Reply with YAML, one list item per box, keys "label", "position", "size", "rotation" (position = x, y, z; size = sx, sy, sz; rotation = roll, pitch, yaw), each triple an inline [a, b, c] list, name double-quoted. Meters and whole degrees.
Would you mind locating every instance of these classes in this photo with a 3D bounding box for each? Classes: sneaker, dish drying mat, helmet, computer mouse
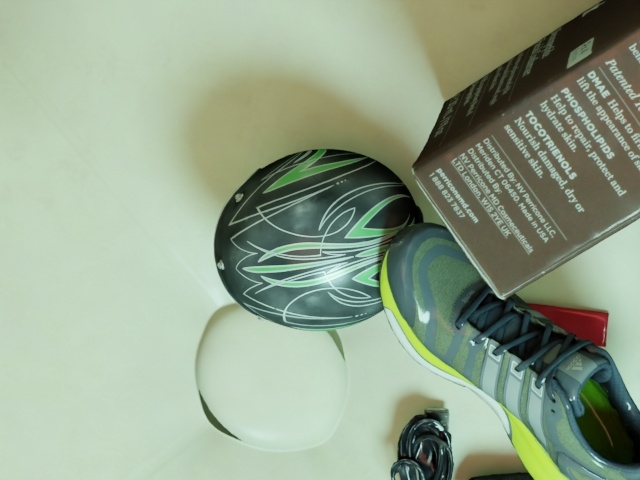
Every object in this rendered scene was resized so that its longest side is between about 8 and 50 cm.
- label: "sneaker"
  position: [0.173, 0.094, 1.618]
  size: [0.300, 0.111, 0.121]
  rotation: [44, 154, -11]
- label: "dish drying mat"
  position: [0.209, 0.073, 1.727]
  size: [0.083, 0.008, 0.032]
  rotation: [7, 105, 13]
- label: "helmet"
  position: [0.000, 0.000, 1.675]
  size: [0.169, 0.161, 0.169]
  rotation: [3, 105, 13]
- label: "computer mouse"
  position: [0.197, 0.255, 1.751]
  size: [0.272, 0.072, 0.188]
  rotation: [9, 105, 22]

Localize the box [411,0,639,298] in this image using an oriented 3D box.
- label: "box"
  position: [0.269, -0.127, 1.552]
  size: [0.381, 0.191, 0.143]
  rotation: [-31, 101, 20]
